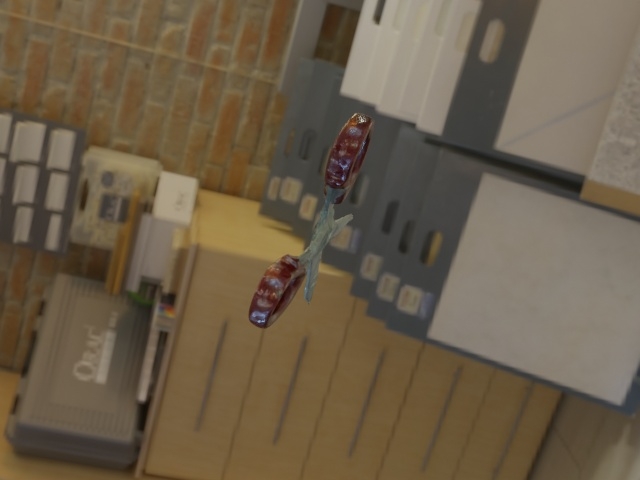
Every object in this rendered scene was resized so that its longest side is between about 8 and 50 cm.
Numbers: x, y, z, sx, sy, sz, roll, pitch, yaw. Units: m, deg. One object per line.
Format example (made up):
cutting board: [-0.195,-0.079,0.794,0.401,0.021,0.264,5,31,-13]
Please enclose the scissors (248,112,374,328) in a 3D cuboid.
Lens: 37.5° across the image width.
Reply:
scissors: [0.000,0.000,0.666,0.144,0.017,0.248,-62,-6,-5]
